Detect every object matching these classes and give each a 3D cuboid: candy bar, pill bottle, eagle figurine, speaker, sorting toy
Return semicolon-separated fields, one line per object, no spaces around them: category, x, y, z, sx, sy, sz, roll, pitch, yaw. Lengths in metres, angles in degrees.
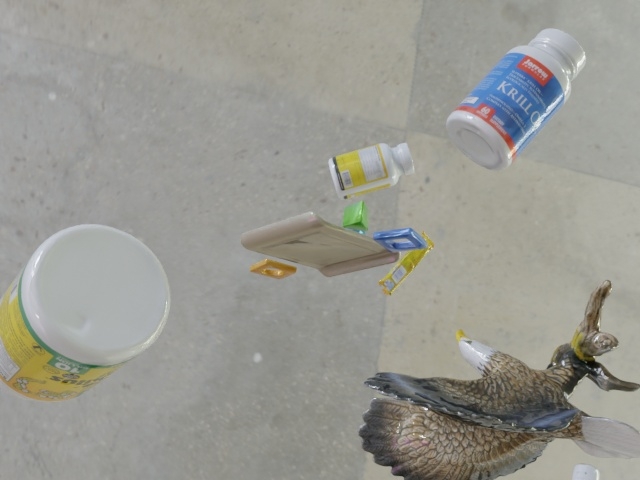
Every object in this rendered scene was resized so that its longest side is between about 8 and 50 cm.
candy bar;0.166;0.043;1.385;0.161;0.018;0.040;-45;108;-28
pill bottle;-0.226;0.076;0.637;0.118;0.208;0.117;18;57;-30
eagle figurine;0.206;0.192;0.856;0.299;0.225;0.226;-25;105;-18
pill bottle;0.312;-0.226;1.136;0.124;0.124;0.221;44;79;-14
speaker;0.543;0.536;1.497;0.055;0.055;0.136;43;48;-15
pill bottle;0.118;-0.165;1.665;0.184;0.103;0.103;-16;94;4
sorting toy;0.000;0.000;1.143;0.196;0.348;0.047;23;63;-39
